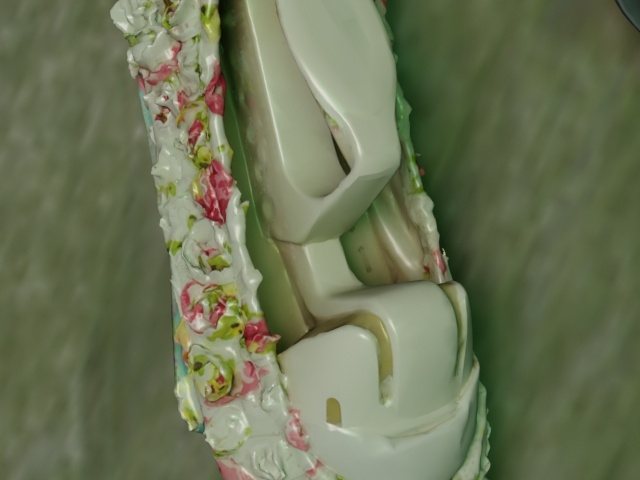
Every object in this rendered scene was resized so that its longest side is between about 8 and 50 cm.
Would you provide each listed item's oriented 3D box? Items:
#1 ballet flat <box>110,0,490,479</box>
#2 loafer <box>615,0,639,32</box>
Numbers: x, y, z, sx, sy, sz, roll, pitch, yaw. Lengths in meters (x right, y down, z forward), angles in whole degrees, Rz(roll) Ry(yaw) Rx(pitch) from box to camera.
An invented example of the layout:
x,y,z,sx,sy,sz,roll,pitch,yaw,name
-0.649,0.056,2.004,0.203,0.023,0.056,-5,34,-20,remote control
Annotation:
x,y,z,sx,sy,sz,roll,pitch,yaw,name
0.000,0.000,0.466,0.091,0.077,0.241,-19,92,-30,ballet flat
0.212,-0.074,0.477,0.267,0.084,0.096,10,123,5,loafer
